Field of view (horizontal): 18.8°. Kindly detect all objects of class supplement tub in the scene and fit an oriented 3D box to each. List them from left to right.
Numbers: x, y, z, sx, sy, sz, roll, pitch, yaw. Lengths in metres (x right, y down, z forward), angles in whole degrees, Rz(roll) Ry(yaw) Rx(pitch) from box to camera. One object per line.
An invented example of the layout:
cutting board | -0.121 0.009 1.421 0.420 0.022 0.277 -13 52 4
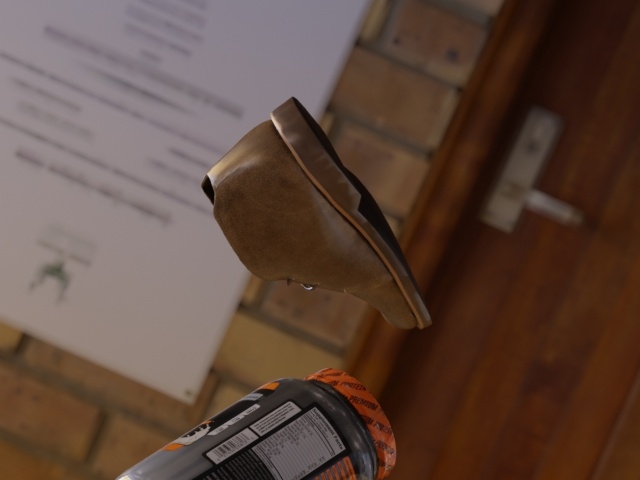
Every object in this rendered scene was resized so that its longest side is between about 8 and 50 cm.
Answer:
supplement tub | -0.045 0.172 1.355 0.190 0.117 0.117 -30 -144 -33

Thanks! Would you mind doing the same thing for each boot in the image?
boot | 0.000 0.000 1.650 0.305 0.115 0.112 49 -172 -48
